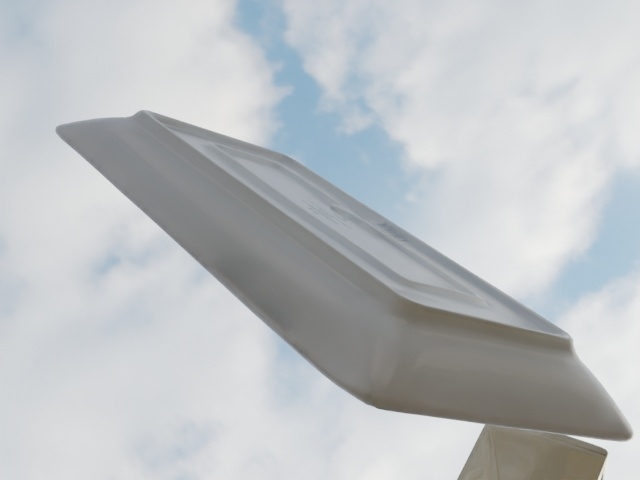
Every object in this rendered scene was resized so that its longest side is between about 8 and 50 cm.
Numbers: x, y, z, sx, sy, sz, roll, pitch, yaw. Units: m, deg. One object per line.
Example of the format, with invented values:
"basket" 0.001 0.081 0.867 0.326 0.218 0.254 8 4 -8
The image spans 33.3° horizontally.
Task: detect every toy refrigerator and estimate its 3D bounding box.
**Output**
"toy refrigerator" 0.150 0.260 0.785 0.102 0.094 0.270 -52 -33 -39

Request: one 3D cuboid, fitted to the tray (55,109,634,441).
"tray" 0.000 0.000 0.456 0.145 0.270 0.030 16 -77 -39
